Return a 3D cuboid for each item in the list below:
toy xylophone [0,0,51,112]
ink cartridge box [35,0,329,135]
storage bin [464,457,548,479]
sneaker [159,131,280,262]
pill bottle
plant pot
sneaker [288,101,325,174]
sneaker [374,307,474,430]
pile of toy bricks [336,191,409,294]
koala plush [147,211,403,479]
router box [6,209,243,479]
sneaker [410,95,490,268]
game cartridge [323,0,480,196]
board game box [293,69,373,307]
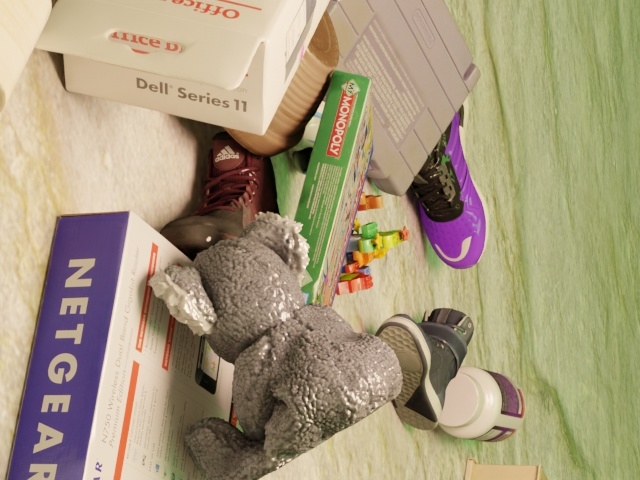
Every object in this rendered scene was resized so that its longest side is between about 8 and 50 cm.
[{"bbox_3d":[-0.320,-0.212,1.255,0.236,0.081,0.322,-68,146,-45],"label":"toy xylophone"},{"bbox_3d":[-0.117,-0.226,1.542,0.353,0.207,0.119,-67,166,-44],"label":"ink cartridge box"},{"bbox_3d":[0.309,0.515,2.524,0.262,0.123,0.260,56,39,-49],"label":"storage bin"},{"bbox_3d":[-0.111,-0.042,1.703,0.281,0.106,0.162,26,58,-75],"label":"sneaker"},{"bbox_3d":[0.229,0.243,2.395,0.193,0.108,0.108,22,67,-64],"label":"pill bottle"},{"bbox_3d":[-0.055,-0.219,1.740,0.237,0.110,0.237,49,28,-36],"label":"plant pot"},{"bbox_3d":[-0.003,-0.116,1.994,0.191,0.071,0.083,28,75,-59],"label":"sneaker"},{"bbox_3d":[0.144,0.134,2.227,0.163,0.086,0.226,-62,152,-32],"label":"sneaker"},{"bbox_3d":[0.060,0.000,2.051,0.212,0.105,0.118,-30,114,-64],"label":"pile of toy bricks"},{"bbox_3d":[-0.047,0.089,1.515,0.196,0.203,0.221,-27,84,-35],"label":"koala plush"},{"bbox_3d":[-0.169,0.181,1.544,0.301,0.082,0.335,46,46,-55],"label":"router box"},{"bbox_3d":[0.159,-0.094,2.311,0.146,0.102,0.293,-21,102,-60],"label":"sneaker"},{"bbox_3d":[0.082,-0.235,2.090,0.230,0.068,0.355,-53,144,-13],"label":"game cartridge"},{"bbox_3d":[0.000,0.000,1.770,0.213,0.046,0.317,81,23,-72],"label":"board game box"}]
